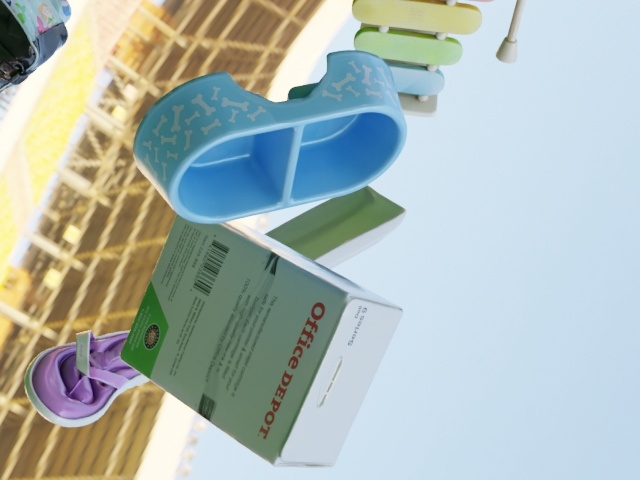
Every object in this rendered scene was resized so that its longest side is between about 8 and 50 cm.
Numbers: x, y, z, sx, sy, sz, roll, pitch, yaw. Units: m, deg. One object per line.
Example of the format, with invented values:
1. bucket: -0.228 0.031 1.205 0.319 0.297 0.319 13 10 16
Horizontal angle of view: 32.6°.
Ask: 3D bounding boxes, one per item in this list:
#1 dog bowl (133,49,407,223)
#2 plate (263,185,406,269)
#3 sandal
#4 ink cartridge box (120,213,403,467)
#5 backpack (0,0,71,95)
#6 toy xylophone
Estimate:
1. dog bowl: -0.041 -0.102 1.145 0.166 0.297 0.074 104 -34 -50
2. plate: 0.000 0.000 1.926 0.278 0.045 0.277 -28 -161 -6
3. sandal: -0.434 0.237 2.146 0.102 0.169 0.416 -51 173 20
4. ink cartridge box: -0.075 0.111 1.292 0.289 0.121 0.211 28 -84 38
5. backpack: -0.521 -0.356 1.651 0.225 0.253 0.191 -26 -156 34
6. toy xylophone: 0.147 -0.292 1.333 0.323 0.236 0.081 90 1 -48
